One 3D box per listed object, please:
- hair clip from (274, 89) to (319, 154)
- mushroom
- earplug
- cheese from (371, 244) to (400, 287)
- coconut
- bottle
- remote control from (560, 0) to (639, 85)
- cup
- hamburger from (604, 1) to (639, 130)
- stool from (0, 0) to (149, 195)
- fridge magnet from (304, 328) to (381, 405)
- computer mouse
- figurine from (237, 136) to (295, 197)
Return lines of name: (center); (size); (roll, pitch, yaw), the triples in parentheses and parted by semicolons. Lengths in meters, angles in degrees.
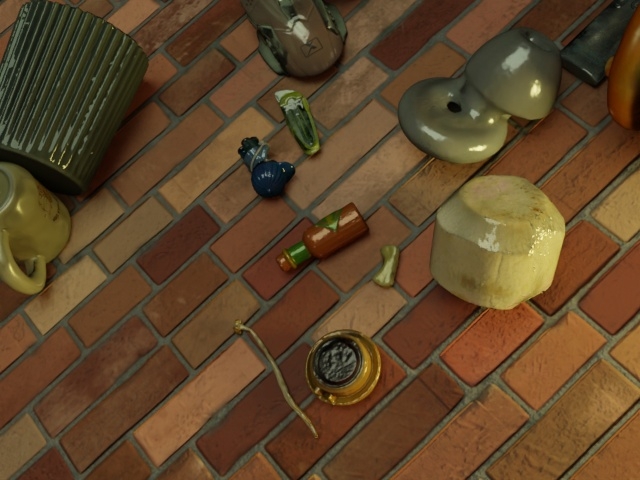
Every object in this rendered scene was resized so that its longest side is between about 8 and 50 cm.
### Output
hair clip: (-0.041, -0.250, 1.794); (0.060, 0.033, 0.188); (-24, 58, 3)
mushroom: (-0.081, 0.249, 1.580); (0.028, 0.026, 0.286); (-47, 62, 11)
earplug: (0.304, -0.274, 1.617); (0.326, 0.175, 0.214); (-31, 59, 2)
cheese: (0.124, 0.048, 1.604); (0.044, 0.030, 0.083); (8, 74, 14)
coconut: (0.304, 0.013, 1.470); (0.241, 0.241, 0.241); (-7, 64, 14)
bottle: (0.000, 0.000, 1.644); (0.187, 0.069, 0.069); (-32, 61, 1)
remote control: (0.632, -0.459, 1.680); (0.377, 0.044, 0.107); (-43, 65, -5)
cup: (-0.650, -0.018, 1.776); (0.173, 0.202, 0.255); (3, 67, 18)
hamburger: (0.664, -0.332, 1.419); (0.277, 0.395, 0.395); (36, 80, 28)
stool: (-0.565, -0.295, 1.837); (0.297, 0.297, 0.330); (11, 73, 21)
fridge magnet: (0.038, 0.225, 1.529); (0.143, 0.063, 0.143); (-8, 65, 17)
computer mouse: (-0.076, -0.516, 1.886); (0.200, 0.115, 0.389); (-30, 61, -2)
figurine: (-0.118, -0.154, 1.751); (0.149, 0.087, 0.086); (52, 125, 30)
